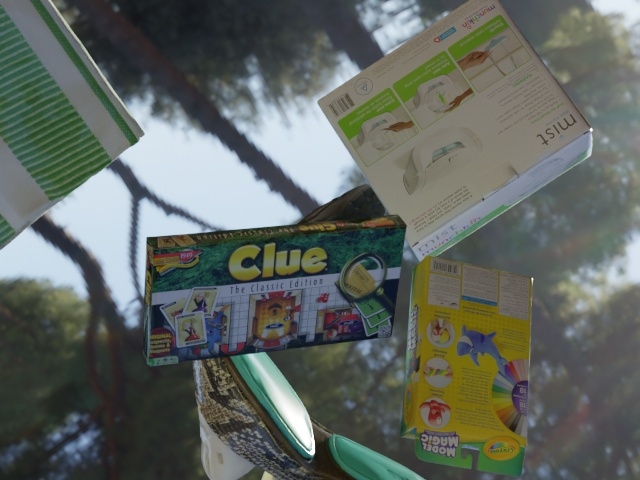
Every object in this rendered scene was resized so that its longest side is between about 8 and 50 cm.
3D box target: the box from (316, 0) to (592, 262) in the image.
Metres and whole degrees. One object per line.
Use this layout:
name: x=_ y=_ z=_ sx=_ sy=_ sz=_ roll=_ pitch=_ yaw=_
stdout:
box: x=0.170 y=-0.141 z=1.590 sx=0.262 sy=0.231 sz=0.127 roll=-34 pitch=164 yaw=3

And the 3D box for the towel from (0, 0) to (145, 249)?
towel: x=-0.363 y=-0.098 z=1.249 sx=0.325 sy=0.248 sz=0.038 roll=-40 pitch=-149 yaw=-13

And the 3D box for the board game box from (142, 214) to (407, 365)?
board game box: x=-0.045 y=0.048 z=1.251 sx=0.260 sy=0.136 sz=0.030 roll=-6 pitch=-151 yaw=-19

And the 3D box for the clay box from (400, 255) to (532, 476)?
clay box: x=0.156 y=0.137 z=1.348 sx=0.053 sy=0.127 sz=0.222 roll=133 pitch=-33 yaw=-64

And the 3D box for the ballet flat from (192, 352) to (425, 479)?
ballet flat: x=-0.038 y=0.291 z=1.646 sx=0.182 sy=0.483 sz=0.164 roll=-42 pitch=-156 yaw=13

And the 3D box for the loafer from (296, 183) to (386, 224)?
loafer: x=0.000 y=0.000 z=1.713 sx=0.223 sy=0.076 sz=0.078 roll=-39 pitch=-167 yaw=-34
